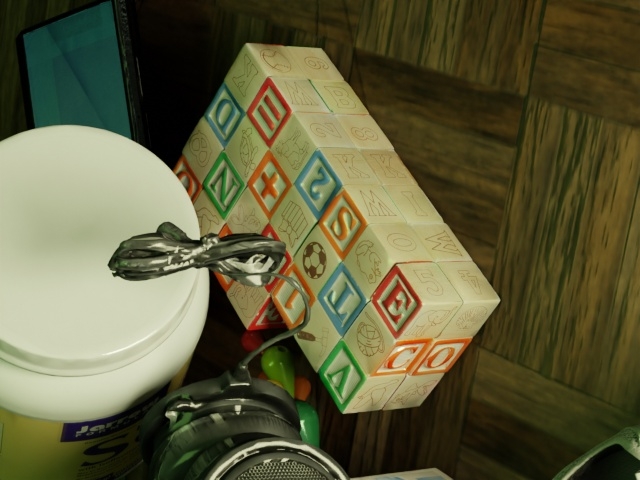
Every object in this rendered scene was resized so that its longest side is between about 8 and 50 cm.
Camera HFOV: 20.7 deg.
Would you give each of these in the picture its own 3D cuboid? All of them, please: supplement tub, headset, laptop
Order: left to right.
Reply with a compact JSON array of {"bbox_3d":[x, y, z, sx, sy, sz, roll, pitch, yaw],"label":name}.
[{"bbox_3d":[-0.224,0.067,1.509,0.331,0.241,0.241,115,139,-63],"label":"supplement tub"},{"bbox_3d":[-0.230,-0.131,1.658,0.264,0.136,0.234,92,169,-81],"label":"laptop"},{"bbox_3d":[-0.084,0.182,1.318,0.243,0.185,0.394,-133,47,-64],"label":"headset"}]

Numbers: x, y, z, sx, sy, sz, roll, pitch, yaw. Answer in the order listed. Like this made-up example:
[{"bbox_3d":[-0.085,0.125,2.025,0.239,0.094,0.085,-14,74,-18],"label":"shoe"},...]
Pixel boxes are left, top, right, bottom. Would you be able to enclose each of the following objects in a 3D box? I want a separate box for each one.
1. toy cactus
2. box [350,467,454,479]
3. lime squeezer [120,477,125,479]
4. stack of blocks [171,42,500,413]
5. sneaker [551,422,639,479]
[{"bbox_3d":[-0.032,0.199,1.488,0.180,0.112,0.219,19,97,37],"label":"toy cactus"},{"bbox_3d":[0.101,0.265,1.313,0.203,0.114,0.103,30,112,43],"label":"box"},{"bbox_3d":[-0.177,0.265,1.693,0.110,0.059,0.310,-26,67,14],"label":"lime squeezer"},{"bbox_3d":[0.000,0.000,1.442,0.297,0.087,0.171,56,130,31],"label":"stack of blocks"},{"bbox_3d":[0.257,0.152,1.130,0.281,0.115,0.105,-35,65,44],"label":"sneaker"}]
